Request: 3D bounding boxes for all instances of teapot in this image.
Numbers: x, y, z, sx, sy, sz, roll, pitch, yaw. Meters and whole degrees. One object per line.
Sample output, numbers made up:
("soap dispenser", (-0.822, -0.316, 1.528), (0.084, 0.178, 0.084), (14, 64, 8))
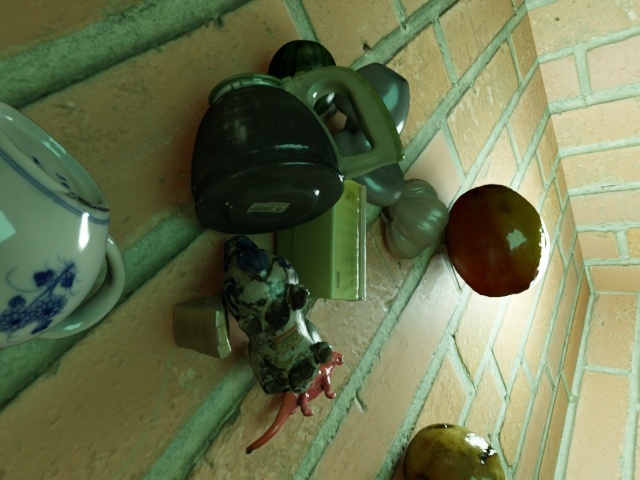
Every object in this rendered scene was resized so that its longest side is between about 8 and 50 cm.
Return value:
("teapot", (-0.068, -0.168, 0.704), (0.240, 0.322, 0.239), (11, 59, -53))
("teapot", (-0.365, 0.008, 0.422), (0.280, 0.252, 0.424), (-42, 150, -3))

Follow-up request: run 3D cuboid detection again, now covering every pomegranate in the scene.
("pomegranate", (0.347, 0.613, 1.146), (0.260, 0.260, 0.260), (4, 85, -48))

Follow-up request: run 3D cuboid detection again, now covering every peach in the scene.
("peach", (0.551, -0.003, 1.379), (0.373, 0.290, 0.372), (11, 75, -47))

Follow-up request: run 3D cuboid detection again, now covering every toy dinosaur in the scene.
("toy dinosaur", (-0.055, 0.280, 0.870), (0.286, 0.070, 0.138), (-23, 94, -43))

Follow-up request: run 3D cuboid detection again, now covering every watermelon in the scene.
("watermelon", (-0.033, -0.296, 0.862), (0.141, 0.141, 0.187), (-6, 96, -48))

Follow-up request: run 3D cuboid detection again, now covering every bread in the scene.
("bread", (-0.157, 0.130, 0.693), (0.105, 0.152, 0.077), (-11, 97, -43))

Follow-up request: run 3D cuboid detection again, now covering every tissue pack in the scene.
("tissue pack", (0.000, 0.000, 0.864), (0.125, 0.159, 0.234), (8, 82, -48))

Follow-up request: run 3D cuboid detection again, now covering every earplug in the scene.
("earplug", (0.122, -0.239, 1.002), (0.214, 0.175, 0.325), (-1, 88, -46))

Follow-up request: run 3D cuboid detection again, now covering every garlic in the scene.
("garlic", (0.265, -0.060, 1.180), (0.178, 0.143, 0.229), (26, 77, -46))

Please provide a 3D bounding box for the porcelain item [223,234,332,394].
("porcelain item", (-0.093, 0.133, 0.763), (0.138, 0.186, 0.288), (-29, 125, -18))
